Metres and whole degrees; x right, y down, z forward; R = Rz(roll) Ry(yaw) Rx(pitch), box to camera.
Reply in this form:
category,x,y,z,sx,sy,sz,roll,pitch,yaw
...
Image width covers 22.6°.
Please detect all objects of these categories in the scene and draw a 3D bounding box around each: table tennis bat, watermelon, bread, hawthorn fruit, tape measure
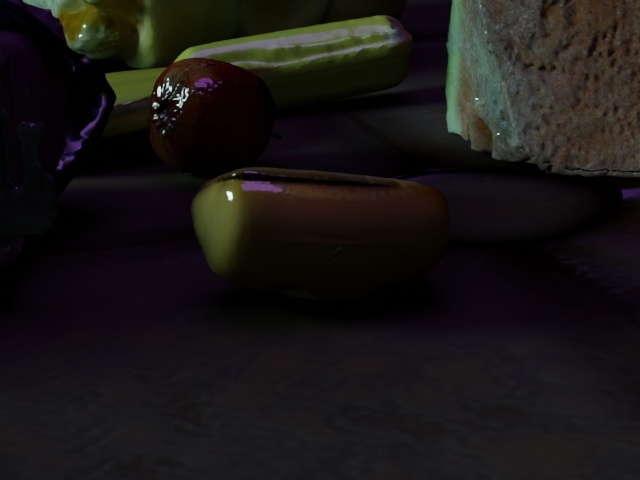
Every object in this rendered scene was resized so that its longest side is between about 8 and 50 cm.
category,x,y,z,sx,sy,sz,roll,pitch,yaw
table tennis bat,-0.111,-0.099,1.076,0.369,0.054,0.224,-12,13,-19
watermelon,0.176,-0.123,0.936,0.231,0.146,0.128,0,17,18
bread,-0.085,-0.251,1.290,0.341,0.210,0.300,-5,15,-22
hawthorn fruit,-0.063,-0.073,0.942,0.077,0.077,0.077,-2,17,1
tape measure,-0.231,-0.067,0.809,0.245,0.149,0.231,-2,18,0
bread,0.000,0.000,0.713,0.115,0.056,0.082,4,-4,-19
